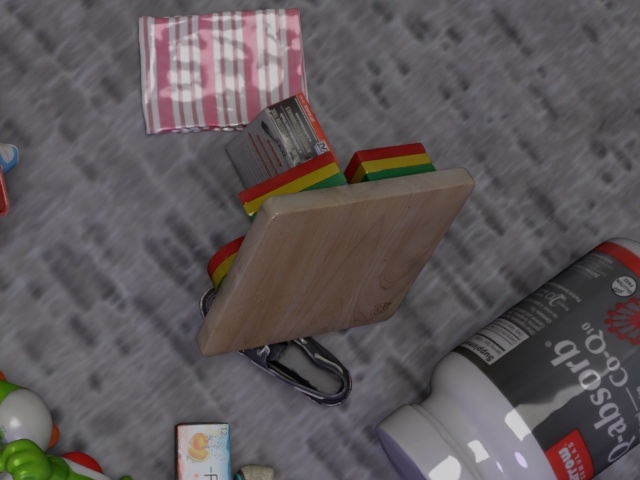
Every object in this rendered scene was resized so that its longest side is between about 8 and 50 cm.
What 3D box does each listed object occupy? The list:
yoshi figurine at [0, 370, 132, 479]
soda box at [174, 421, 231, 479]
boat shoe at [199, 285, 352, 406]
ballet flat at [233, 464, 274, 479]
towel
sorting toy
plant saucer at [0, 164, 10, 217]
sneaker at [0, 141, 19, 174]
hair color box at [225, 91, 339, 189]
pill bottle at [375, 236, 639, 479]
[{"bbox_3d":[-0.325,0.284,1.753,0.203,0.203,0.362,-40,87,-5],"label":"yoshi figurine"},{"bbox_3d":[-0.132,0.297,1.845,0.063,0.058,0.183,0,84,-9],"label":"soda box"},{"bbox_3d":[-0.049,0.117,1.876,0.206,0.065,0.075,37,82,-2],"label":"boat shoe"},{"bbox_3d":[-0.062,0.338,1.854,0.052,0.057,0.168,-4,84,-19],"label":"ballet flat"},{"bbox_3d":[-0.115,-0.201,1.924,0.197,0.029,0.144,-4,83,-9],"label":"towel"},{"bbox_3d":[0.000,0.000,1.788,0.255,0.257,0.089,-10,57,-31],"label":"sorting toy"},{"bbox_3d":[-0.479,-0.130,1.728,0.258,0.047,0.259,-10,83,-36],"label":"plant saucer"},{"bbox_3d":[-0.427,-0.165,1.850,0.092,0.087,0.229,-29,94,-21],"label":"sneaker"},{"bbox_3d":[-0.046,-0.097,1.849,0.053,0.167,0.093,-26,88,-21],"label":"hair color box"},{"bbox_3d":[0.256,0.175,1.844,0.363,0.210,0.210,-35,89,-11],"label":"pill bottle"}]
